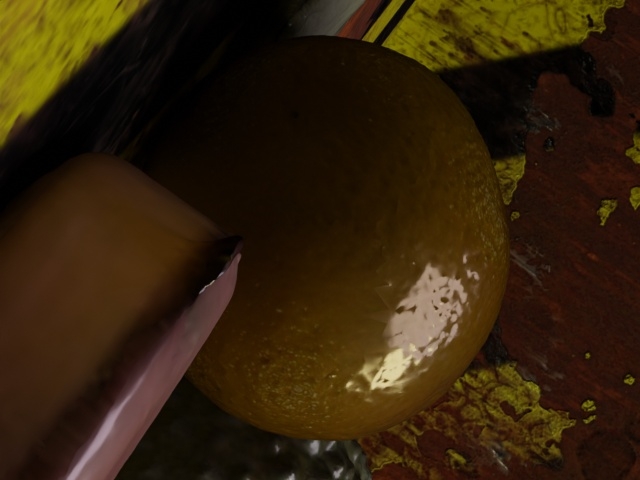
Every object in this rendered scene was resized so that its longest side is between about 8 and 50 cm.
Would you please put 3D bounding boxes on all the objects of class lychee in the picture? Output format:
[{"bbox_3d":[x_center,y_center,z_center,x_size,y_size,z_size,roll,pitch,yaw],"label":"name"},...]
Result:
[{"bbox_3d":[-0.104,0.175,1.134,0.255,0.274,0.255,-175,-90,-81],"label":"lychee"}]

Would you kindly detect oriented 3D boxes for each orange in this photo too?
[{"bbox_3d":[0.000,0.000,0.994,0.236,0.236,0.236,-56,180,-1],"label":"orange"}]

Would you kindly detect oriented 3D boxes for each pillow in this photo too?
[{"bbox_3d":[-0.030,-0.110,1.136,0.148,0.050,0.230,-47,173,-41],"label":"pillow"}]

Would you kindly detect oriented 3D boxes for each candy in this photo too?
[{"bbox_3d":[-0.126,0.073,0.749,0.255,0.094,0.255,-56,180,0],"label":"candy"}]
